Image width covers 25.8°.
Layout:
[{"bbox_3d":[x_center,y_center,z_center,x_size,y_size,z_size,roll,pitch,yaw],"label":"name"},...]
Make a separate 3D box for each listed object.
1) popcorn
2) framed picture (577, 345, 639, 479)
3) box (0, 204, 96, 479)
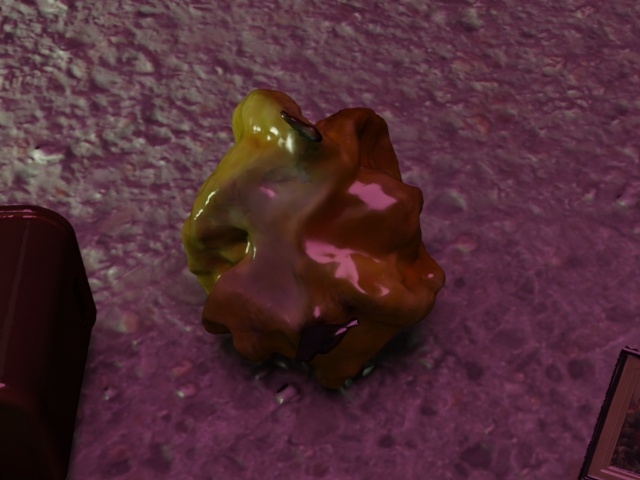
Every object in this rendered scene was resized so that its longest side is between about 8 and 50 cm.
[{"bbox_3d":[0.000,0.000,1.566,0.297,0.281,0.315,22,94,13],"label":"popcorn"},{"bbox_3d":[0.396,0.214,1.511,0.195,0.010,0.199,17,53,16],"label":"framed picture"},{"bbox_3d":[-0.428,0.127,1.479,0.340,0.239,0.229,-1,53,1],"label":"box"}]
